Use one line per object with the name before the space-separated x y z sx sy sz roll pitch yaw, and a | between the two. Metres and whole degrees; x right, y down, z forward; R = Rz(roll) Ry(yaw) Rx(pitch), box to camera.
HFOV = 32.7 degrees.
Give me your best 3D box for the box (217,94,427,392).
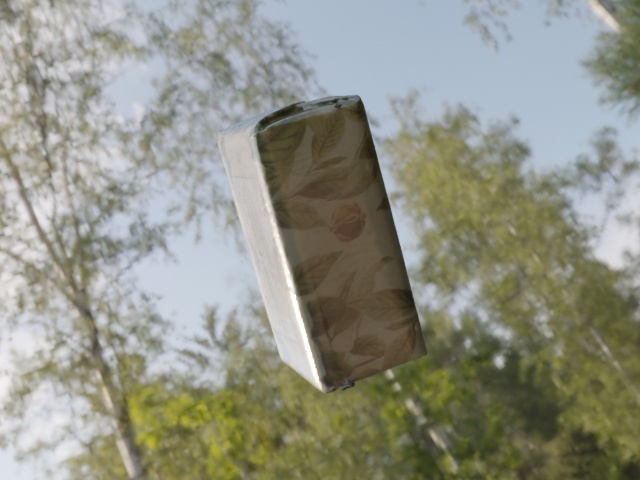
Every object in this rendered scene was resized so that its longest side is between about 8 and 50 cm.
box | 0.000 0.000 0.386 0.045 0.098 0.062 -19 7 -16
